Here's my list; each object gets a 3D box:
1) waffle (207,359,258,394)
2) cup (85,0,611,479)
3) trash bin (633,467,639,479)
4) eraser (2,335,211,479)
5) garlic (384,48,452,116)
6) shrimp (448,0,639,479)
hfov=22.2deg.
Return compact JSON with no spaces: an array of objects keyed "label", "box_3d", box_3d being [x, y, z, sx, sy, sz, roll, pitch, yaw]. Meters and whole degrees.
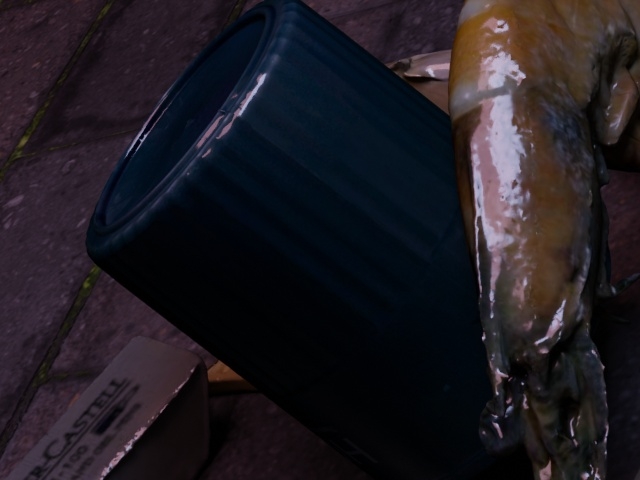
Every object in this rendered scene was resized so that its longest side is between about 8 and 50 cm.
[{"label":"waffle","box_3d":[-0.046,0.069,1.406,0.097,0.023,0.153,-5,44,35]},{"label":"cup","box_3d":[0.012,-0.012,1.161,0.242,0.292,0.308,-47,20,18]},{"label":"trash bin","box_3d":[0.310,0.149,0.910,0.240,0.122,0.164,2,46,45]},{"label":"eraser","box_3d":[-0.214,0.231,1.293,0.111,0.077,0.352,14,56,48]},{"label":"garlic","box_3d":[0.084,-0.067,1.358,0.229,0.178,0.143,-24,6,23]},{"label":"shrimp","box_3d":[0.190,-0.006,1.055,0.085,0.272,0.445,-35,39,50]}]
